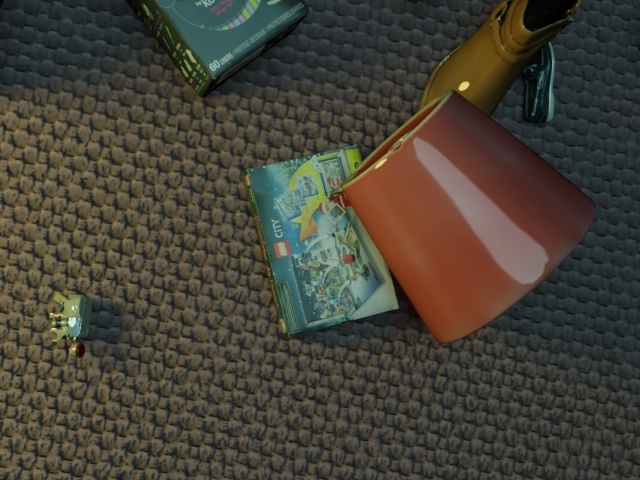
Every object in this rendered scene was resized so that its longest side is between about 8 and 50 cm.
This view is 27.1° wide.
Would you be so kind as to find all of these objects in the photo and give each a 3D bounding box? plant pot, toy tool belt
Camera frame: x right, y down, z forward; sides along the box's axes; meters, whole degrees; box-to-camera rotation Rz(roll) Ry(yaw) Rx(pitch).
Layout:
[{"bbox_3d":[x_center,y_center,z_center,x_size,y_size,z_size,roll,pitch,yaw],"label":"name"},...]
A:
[{"bbox_3d":[0.177,-0.044,1.723,0.275,0.275,0.243,-43,96,-11],"label":"plant pot"},{"bbox_3d":[-0.328,0.110,1.727,0.051,0.052,0.083,3,81,20],"label":"toy tool belt"}]

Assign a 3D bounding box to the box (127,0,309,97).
[{"bbox_3d":[-0.165,-0.349,1.738,0.165,0.143,0.270,-38,94,-12],"label":"box"}]

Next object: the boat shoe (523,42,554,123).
[{"bbox_3d":[0.306,-0.229,1.880,0.038,0.046,0.125,-2,95,-17],"label":"boat shoe"}]

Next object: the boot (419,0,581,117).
[{"bbox_3d":[0.249,-0.246,1.778,0.109,0.220,0.283,41,79,-7],"label":"boot"}]

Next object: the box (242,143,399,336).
[{"bbox_3d":[0.000,0.000,1.799,0.159,0.044,0.233,-13,89,-13],"label":"box"}]

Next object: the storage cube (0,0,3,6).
[{"bbox_3d":[-0.498,-0.301,1.634,0.184,0.215,0.193,20,88,-10],"label":"storage cube"}]
